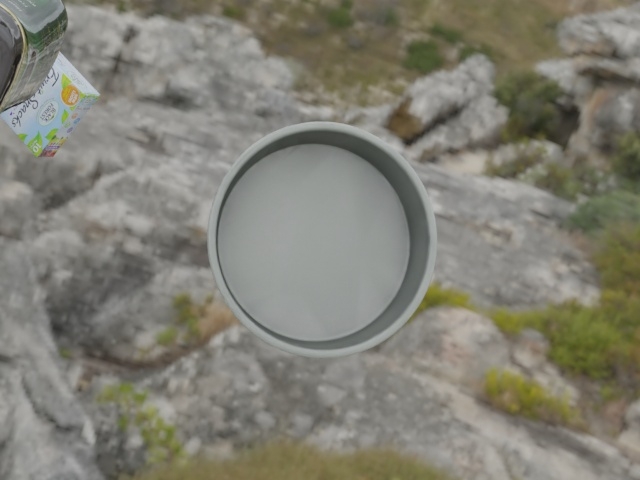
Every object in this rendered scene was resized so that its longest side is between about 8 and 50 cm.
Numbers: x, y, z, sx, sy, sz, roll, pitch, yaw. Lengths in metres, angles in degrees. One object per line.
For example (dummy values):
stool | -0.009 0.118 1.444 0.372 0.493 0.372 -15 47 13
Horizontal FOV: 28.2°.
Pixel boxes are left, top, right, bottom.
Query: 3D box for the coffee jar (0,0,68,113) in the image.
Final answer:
coffee jar | -0.230 -0.127 0.852 0.079 0.096 0.184 27 13 -7

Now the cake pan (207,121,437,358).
cake pan | 0.000 0.000 1.593 0.293 0.293 0.054 16 -7 -12

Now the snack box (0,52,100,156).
snack box | -0.337 -0.181 1.487 0.141 0.100 0.037 47 21 13
